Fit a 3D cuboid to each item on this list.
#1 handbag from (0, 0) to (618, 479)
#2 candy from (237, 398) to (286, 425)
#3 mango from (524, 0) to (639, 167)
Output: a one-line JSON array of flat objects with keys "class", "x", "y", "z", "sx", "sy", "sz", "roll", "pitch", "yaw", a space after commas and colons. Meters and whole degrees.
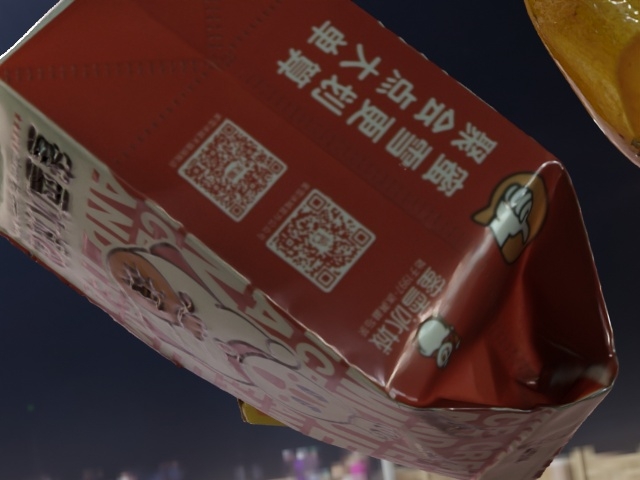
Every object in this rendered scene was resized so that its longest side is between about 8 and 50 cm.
[{"class": "handbag", "x": 0.000, "y": 0.000, "z": 0.688, "sx": 0.151, "sy": 0.298, "sz": 0.171, "roll": -50, "pitch": -6, "yaw": -25}, {"class": "candy", "x": -0.025, "y": 0.031, "z": 1.459, "sx": 0.088, "sy": 0.276, "sz": 0.146, "roll": 2, "pitch": -35, "yaw": 8}, {"class": "mango", "x": 0.275, "y": -0.167, "z": 1.194, "sx": 0.187, "sy": 0.257, "sz": 0.138, "roll": -45, "pitch": 7, "yaw": -2}]
